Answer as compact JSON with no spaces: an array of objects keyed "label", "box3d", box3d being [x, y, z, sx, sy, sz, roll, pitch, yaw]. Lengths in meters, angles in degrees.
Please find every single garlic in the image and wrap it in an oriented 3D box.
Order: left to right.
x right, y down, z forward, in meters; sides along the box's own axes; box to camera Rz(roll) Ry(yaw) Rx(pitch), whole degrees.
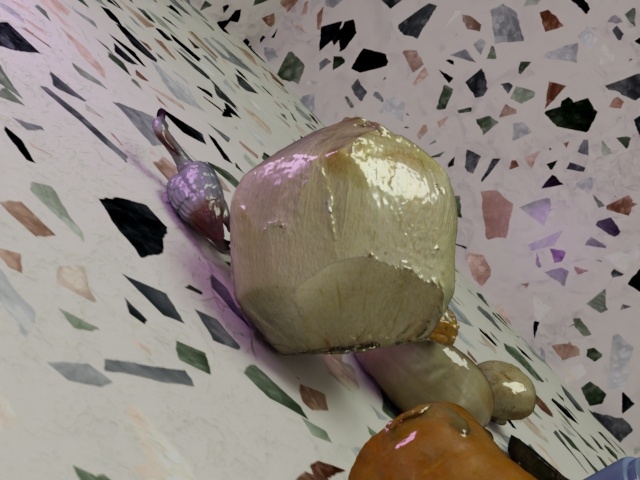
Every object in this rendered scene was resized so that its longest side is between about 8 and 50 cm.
[{"label":"garlic","box3d":[0.153,0.232,1.617,0.338,0.151,0.196,36,-12,16]}]

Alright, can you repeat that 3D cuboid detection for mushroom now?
[{"label":"mushroom","box3d":[0.398,0.342,2.022,0.166,0.127,0.166,19,14,-5]}]

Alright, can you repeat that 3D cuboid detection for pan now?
[{"label":"pan","box3d":[0.444,0.463,1.839,0.128,0.048,0.202,35,-1,-5]}]

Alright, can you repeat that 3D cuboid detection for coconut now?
[{"label":"coconut","box3d":[0.033,-0.010,1.361,0.346,0.346,0.360,15,69,-68]}]

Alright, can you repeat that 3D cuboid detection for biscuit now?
[{"label":"biscuit","box3d":[0.145,0.096,1.637,0.094,0.054,0.379,16,11,-18]}]

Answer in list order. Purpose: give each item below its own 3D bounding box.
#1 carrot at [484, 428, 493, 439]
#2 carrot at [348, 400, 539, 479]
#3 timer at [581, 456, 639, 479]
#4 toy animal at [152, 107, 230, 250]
[{"label":"carrot","box3d":[0.286,0.384,1.653,0.055,0.055,0.161,46,14,7]},{"label":"carrot","box3d":[0.193,0.361,1.009,0.224,0.224,0.341,32,10,-46]},{"label":"timer","box3d":[0.622,0.601,1.604,0.395,0.173,0.395,34,32,-26]},{"label":"toy animal","box3d":[-0.210,-0.087,1.515,0.324,0.090,0.195,53,5,-1]}]
